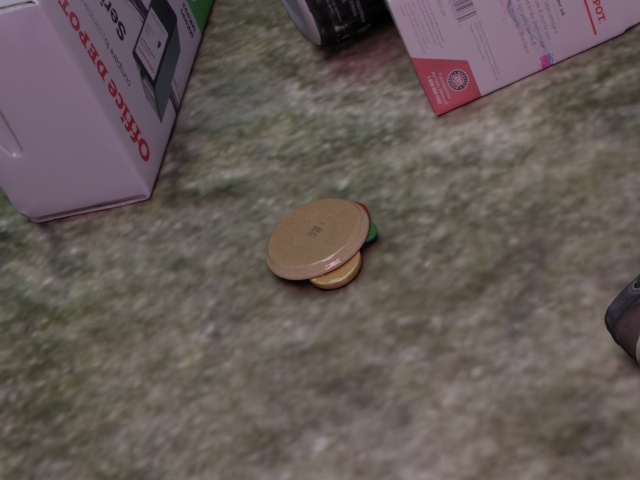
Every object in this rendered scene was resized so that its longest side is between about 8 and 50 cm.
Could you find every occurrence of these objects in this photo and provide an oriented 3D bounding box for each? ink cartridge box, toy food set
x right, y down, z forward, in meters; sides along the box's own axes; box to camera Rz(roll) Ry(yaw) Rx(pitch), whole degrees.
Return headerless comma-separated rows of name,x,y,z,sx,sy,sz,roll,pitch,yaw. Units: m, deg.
ink cartridge box,-0.204,-0.190,1.260,0.121,0.211,0.289,-10,42,20
toy food set,0.000,0.000,1.069,0.083,0.020,0.083,2,46,33
ink cartridge box,0.151,-0.191,1.119,0.198,0.115,0.067,-23,38,5

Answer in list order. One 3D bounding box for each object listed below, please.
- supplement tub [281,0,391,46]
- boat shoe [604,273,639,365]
supplement tub,0.095,-0.322,1.229,0.338,0.207,0.207,-30,37,-2
boat shoe,0.259,-0.005,0.868,0.223,0.080,0.073,-39,44,-7
